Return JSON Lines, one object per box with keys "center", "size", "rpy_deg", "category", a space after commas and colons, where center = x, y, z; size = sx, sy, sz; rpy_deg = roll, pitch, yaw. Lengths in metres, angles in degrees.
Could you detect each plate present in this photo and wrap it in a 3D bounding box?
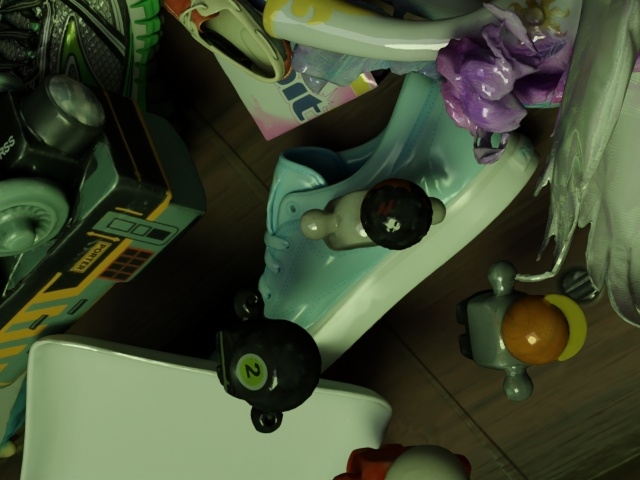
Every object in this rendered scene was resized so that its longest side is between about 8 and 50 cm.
{"center": [-0.104, 0.178, 1.045], "size": [0.277, 0.045, 0.278], "rpy_deg": [11, 135, -6], "category": "plate"}

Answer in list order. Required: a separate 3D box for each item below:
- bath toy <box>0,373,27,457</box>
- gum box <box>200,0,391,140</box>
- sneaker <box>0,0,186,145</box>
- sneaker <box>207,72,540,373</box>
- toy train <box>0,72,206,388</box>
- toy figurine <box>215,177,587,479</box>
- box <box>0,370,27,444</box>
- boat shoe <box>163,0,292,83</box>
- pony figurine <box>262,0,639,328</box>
{"center": [-0.163, 0.235, 1.210], "size": [0.348, 0.129, 0.151], "rpy_deg": [20, 159, 6], "category": "bath toy"}
{"center": [-0.038, -0.187, 0.991], "size": [0.107, 0.062, 0.188], "rpy_deg": [-24, 107, 27], "category": "gum box"}
{"center": [-0.200, -0.139, 0.967], "size": [0.134, 0.146, 0.343], "rpy_deg": [31, 142, 41], "category": "sneaker"}
{"center": [0.000, 0.000, 1.044], "size": [0.150, 0.135, 0.366], "rpy_deg": [44, 109, -6], "category": "sneaker"}
{"center": [-0.238, 0.013, 0.933], "size": [0.334, 0.190, 0.142], "rpy_deg": [-43, 54, 26], "category": "toy train"}
{"center": [0.050, 0.073, 0.877], "size": [0.213, 0.148, 0.209], "rpy_deg": [42, 79, -8], "category": "toy figurine"}
{"center": [-0.435, 0.061, 1.081], "size": [0.345, 0.215, 0.168], "rpy_deg": [35, 134, -28], "category": "box"}
{"center": [-0.078, -0.165, 0.953], "size": [0.137, 0.043, 0.049], "rpy_deg": [37, 124, 0], "category": "boat shoe"}
{"center": [0.156, -0.146, 0.827], "size": [0.364, 0.303, 0.351], "rpy_deg": [20, 91, 21], "category": "pony figurine"}
